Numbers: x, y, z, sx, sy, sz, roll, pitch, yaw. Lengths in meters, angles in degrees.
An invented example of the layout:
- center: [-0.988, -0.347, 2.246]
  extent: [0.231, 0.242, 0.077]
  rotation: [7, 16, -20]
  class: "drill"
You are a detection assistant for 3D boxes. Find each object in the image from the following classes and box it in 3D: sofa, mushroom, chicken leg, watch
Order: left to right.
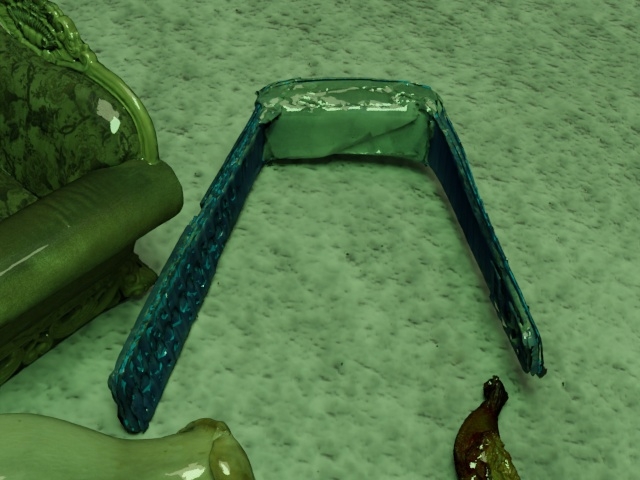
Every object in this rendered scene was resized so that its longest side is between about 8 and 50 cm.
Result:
- center: [-0.239, -0.038, 0.660]
  extent: [0.258, 0.182, 0.200]
  rotation: [36, 52, 22]
  class: "sofa"
- center: [-0.133, 0.133, 0.578]
  extent: [0.213, 0.097, 0.088]
  rotation: [0, 55, -20]
  class: "mushroom"
- center: [-0.013, -0.004, 0.762]
  extent: [0.276, 0.068, 0.274]
  rotation: [-5, 50, -10]
  class: "watch"
- center: [0.108, 0.140, 0.667]
  extent: [0.062, 0.037, 0.145]
  rotation: [16, 42, -28]
  class: "chicken leg"
